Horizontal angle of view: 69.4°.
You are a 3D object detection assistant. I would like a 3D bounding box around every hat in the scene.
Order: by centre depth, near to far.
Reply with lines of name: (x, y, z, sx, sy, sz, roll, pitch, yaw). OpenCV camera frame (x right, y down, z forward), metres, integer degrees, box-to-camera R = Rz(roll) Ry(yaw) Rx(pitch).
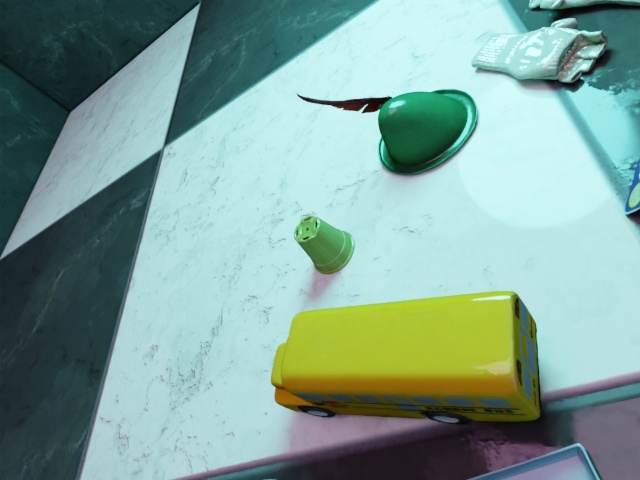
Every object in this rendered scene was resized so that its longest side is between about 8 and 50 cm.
hat: (0.120, -0.220, 0.731, 0.208, 0.183, 0.173, -44, 42, 5)

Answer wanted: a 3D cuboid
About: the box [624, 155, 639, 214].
box: (0.386, -0.107, 0.434, 0.037, 0.225, 0.136, 22, 78, 4)

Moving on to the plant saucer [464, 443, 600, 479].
plant saucer: (0.176, 0.263, 0.449, 0.192, 0.018, 0.067, -30, 45, 20)

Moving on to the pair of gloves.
pair of gloves: (0.374, -0.347, 0.716, 0.240, 0.042, 0.204, -48, 41, 3)

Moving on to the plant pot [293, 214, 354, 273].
plant pot: (0.000, 0.000, 0.750, 0.083, 0.079, 0.083, -22, 48, 26)

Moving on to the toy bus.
toy bus: (0.072, 0.143, 0.542, 0.333, 0.130, 0.108, -12, 53, 35)

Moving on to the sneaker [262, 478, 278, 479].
sneaker: (-0.061, 0.394, 0.491, 0.101, 0.106, 0.267, -31, 43, 21)
